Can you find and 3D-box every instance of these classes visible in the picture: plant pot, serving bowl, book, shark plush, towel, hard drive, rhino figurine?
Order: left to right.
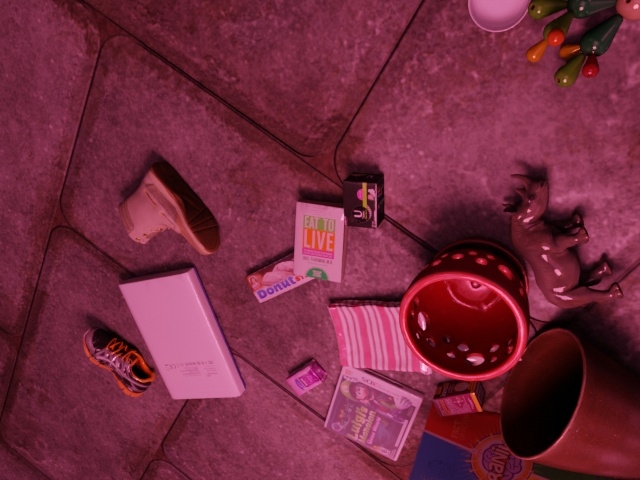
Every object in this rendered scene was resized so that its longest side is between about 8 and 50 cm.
[{"bbox_3d":[-0.319,0.223,1.248,0.210,0.040,0.318,-10,108,27],"label":"hard drive"},{"bbox_3d":[0.000,0.000,0.996,0.096,0.035,0.144,8,110,16],"label":"book"},{"bbox_3d":[0.111,0.185,1.027,0.197,0.029,0.144,-3,107,34],"label":"towel"},{"bbox_3d":[0.242,0.195,1.000,0.161,0.073,0.067,10,98,42],"label":"shark plush"},{"bbox_3d":[0.237,0.099,0.867,0.191,0.174,0.191,9,116,19],"label":"plant pot"},{"bbox_3d":[0.250,-0.335,0.750,0.083,0.027,0.083,9,115,20],"label":"serving bowl"},{"bbox_3d":[0.357,0.002,0.832,0.106,0.073,0.243,-30,97,28],"label":"rhino figurine"},{"bbox_3d":[0.448,0.285,0.860,0.231,0.215,0.215,25,121,-4],"label":"plant pot"}]

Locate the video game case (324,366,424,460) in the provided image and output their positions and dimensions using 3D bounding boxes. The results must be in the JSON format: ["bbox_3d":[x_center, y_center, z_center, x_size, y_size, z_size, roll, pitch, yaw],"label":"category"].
[{"bbox_3d":[0.107,0.360,1.134,0.173,0.022,0.190,22,120,14],"label":"video game case"}]

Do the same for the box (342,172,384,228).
[{"bbox_3d":[0.076,-0.070,0.934,0.062,0.052,0.083,6,116,21],"label":"box"}]

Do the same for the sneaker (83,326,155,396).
[{"bbox_3d":[-0.494,0.291,1.337,0.083,0.084,0.215,-31,108,29],"label":"sneaker"}]

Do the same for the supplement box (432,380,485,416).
[{"bbox_3d":[0.263,0.296,1.017,0.083,0.055,0.043,-21,102,29],"label":"supplement box"}]

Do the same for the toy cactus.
[{"bbox_3d":[0.361,-0.308,0.682,0.181,0.112,0.218,2,105,12],"label":"toy cactus"}]

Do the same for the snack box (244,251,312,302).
[{"bbox_3d":[-0.069,0.066,1.077,0.178,0.022,0.064,-27,100,30],"label":"snack box"}]

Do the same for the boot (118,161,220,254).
[{"bbox_3d":[-0.315,-0.032,1.109,0.165,0.077,0.213,-37,90,31],"label":"boot"}]

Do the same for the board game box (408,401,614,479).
[{"bbox_3d":[0.327,0.405,0.929,0.317,0.242,0.064,5,113,21],"label":"board game box"}]

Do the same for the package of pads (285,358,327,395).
[{"bbox_3d":[-0.030,0.296,1.160,0.083,0.032,0.050,-38,97,32],"label":"package of pads"}]
